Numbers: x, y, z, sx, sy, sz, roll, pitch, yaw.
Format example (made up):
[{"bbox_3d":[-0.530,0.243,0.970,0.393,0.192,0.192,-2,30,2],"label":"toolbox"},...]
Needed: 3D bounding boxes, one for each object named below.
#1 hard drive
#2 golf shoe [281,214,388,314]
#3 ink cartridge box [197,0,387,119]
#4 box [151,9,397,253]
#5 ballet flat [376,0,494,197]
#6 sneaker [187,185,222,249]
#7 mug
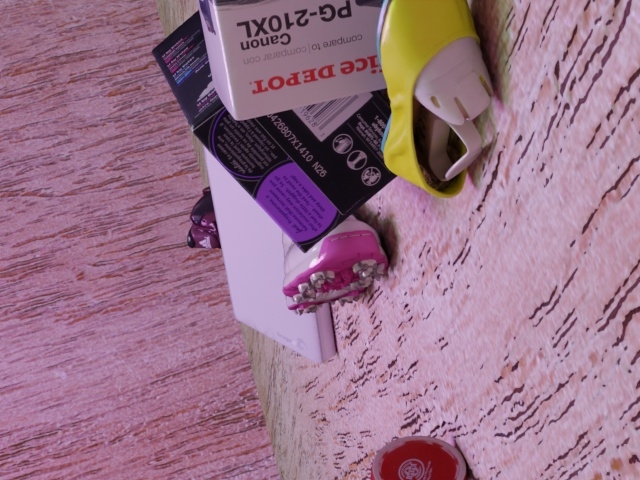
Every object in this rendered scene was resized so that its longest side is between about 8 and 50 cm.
[{"bbox_3d":[-0.073,0.010,1.885,0.203,0.040,0.307,24,133,42],"label":"hard drive"},{"bbox_3d":[0.000,0.000,1.466,0.306,0.115,0.140,127,132,-77],"label":"golf shoe"},{"bbox_3d":[-0.010,-0.226,0.976,0.100,0.172,0.237,-121,20,-63],"label":"ink cartridge box"},{"bbox_3d":[-0.038,-0.132,1.219,0.165,0.143,0.270,48,-176,-26],"label":"box"},{"bbox_3d":[0.087,-0.102,0.932,0.077,0.077,0.231,49,163,23],"label":"ballet flat"},{"bbox_3d":[-0.121,0.017,2.064,0.106,0.163,0.281,89,165,-54],"label":"sneaker"},{"bbox_3d":[0.091,0.276,1.311,0.150,0.113,0.169,-118,20,-53],"label":"mug"}]
